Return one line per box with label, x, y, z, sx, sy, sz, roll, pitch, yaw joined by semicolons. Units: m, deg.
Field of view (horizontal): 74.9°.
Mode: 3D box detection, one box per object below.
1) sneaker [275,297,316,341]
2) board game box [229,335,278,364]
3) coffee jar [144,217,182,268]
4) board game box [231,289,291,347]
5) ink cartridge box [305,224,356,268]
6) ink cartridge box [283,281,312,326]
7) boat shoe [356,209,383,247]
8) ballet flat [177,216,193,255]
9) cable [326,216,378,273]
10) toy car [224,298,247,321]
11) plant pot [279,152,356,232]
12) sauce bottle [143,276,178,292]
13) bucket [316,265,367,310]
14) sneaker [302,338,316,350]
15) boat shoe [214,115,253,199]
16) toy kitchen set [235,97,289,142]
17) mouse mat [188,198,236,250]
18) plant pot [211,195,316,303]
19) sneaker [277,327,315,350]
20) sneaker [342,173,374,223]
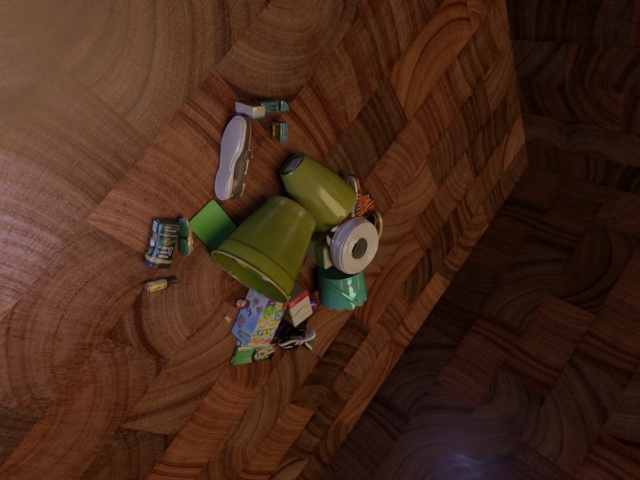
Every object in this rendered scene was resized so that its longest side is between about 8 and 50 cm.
sneaker;-0.108;0.430;2.203;0.293;0.146;0.102;-37;135;-25
board game box;-0.333;0.561;2.140;0.259;0.030;0.136;10;107;-48
coffee jar;-0.577;0.015;1.529;0.096;0.079;0.185;6;108;-47
board game box;-0.281;0.350;1.981;0.142;0.144;0.276;17;100;-50
ink cartridge box;0.000;0.000;1.964;0.201;0.278;0.117;-27;127;-33
ink cartridge box;-0.136;0.318;2.122;0.127;0.128;0.176;-34;133;-27
boat shoe;0.234;-0.026;2.273;0.123;0.123;0.342;-11;147;-26
ballet flat;-0.516;-0.021;1.604;0.052;0.057;0.169;-47;150;-57
cable;0.153;0.021;1.851;0.257;0.089;0.257;-33;130;-28
toy car;-0.392;0.318;1.918;0.040;0.060;0.122;46;68;-16
plant pot;-0.034;-0.234;1.834;0.275;0.274;0.293;-50;123;-12
sauce bottle;-0.612;0.167;1.612;0.128;0.042;0.042;-19;125;-40
bucket;0.110;0.225;2.221;0.281;0.281;0.183;-26;120;-34
sneaker;-0.080;0.543;2.372;0.086;0.064;0.192;-56;137;-29
boat shoe;-0.315;-0.308;1.588;0.096;0.116;0.325;-8;122;-48
toy kitchen set;-0.205;-0.448;1.608;0.207;0.122;0.166;-20;126;-37
mouse mat;-0.435;-0.059;1.688;0.153;0.007;0.190;-48;137;-15
plant pot;-0.199;0.016;1.746;0.353;0.366;0.367;-58;141;-21
sneaker;-0.114;0.537;2.261;0.216;0.079;0.121;-16;142;12
sneaker;0.189;-0.231;2.162;0.180;0.124;0.321;-37;146;-30
